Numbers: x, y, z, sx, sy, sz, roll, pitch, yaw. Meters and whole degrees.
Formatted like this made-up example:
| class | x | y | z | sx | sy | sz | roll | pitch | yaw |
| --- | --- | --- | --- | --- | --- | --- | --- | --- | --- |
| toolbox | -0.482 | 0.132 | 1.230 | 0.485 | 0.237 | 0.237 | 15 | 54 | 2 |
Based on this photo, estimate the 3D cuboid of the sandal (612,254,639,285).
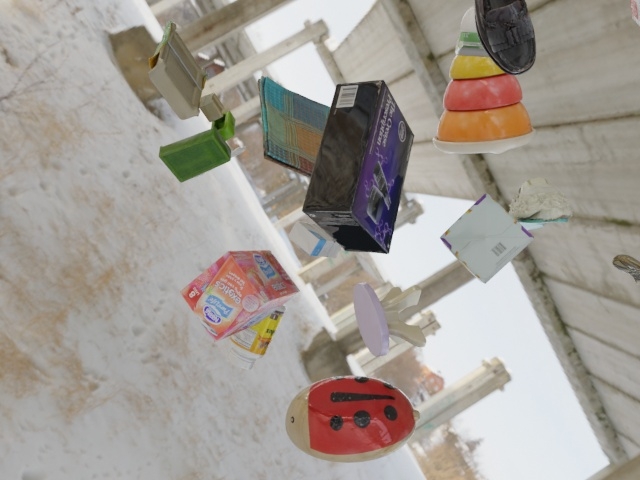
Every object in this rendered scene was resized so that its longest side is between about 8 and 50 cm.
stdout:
| class | x | y | z | sx | sy | sz | roll | pitch | yaw |
| --- | --- | --- | --- | --- | --- | --- | --- | --- | --- |
| sandal | 0.726 | 0.064 | 1.175 | 0.180 | 0.049 | 0.072 | 27 | -15 | -22 |

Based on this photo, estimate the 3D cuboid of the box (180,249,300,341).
| class | x | y | z | sx | sy | sz | roll | pitch | yaw |
| --- | --- | --- | --- | --- | --- | --- | --- | --- | --- |
| box | -0.180 | 0.122 | 1.261 | 0.142 | 0.154 | 0.300 | 52 | 10 | 8 |

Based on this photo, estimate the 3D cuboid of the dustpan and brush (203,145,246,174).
| class | x | y | z | sx | sy | sz | roll | pitch | yaw |
| --- | --- | --- | --- | --- | --- | --- | --- | --- | --- |
| dustpan and brush | -0.332 | -0.263 | 1.698 | 0.060 | 0.211 | 0.147 | 49 | -24 | -4 |

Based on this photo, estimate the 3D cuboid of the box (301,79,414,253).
| class | x | y | z | sx | sy | sz | roll | pitch | yaw |
| --- | --- | --- | --- | --- | --- | --- | --- | --- | --- |
| box | 0.079 | -0.130 | 0.967 | 0.103 | 0.261 | 0.184 | 5 | -20 | 28 |

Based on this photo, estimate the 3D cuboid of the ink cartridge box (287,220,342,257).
| class | x | y | z | sx | sy | sz | roll | pitch | yaw |
| --- | --- | --- | --- | --- | --- | --- | --- | --- | --- |
| ink cartridge box | 0.000 | 0.000 | 1.587 | 0.104 | 0.060 | 0.180 | 39 | 17 | 30 |

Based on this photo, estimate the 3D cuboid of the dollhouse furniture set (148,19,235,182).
| class | x | y | z | sx | sy | sz | roll | pitch | yaw |
| --- | --- | --- | --- | --- | --- | --- | --- | --- | --- |
| dollhouse furniture set | -0.347 | -0.328 | 1.263 | 0.301 | 0.151 | 0.197 | 58 | 20 | -44 |

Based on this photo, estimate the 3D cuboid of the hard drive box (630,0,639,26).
| class | x | y | z | sx | sy | sz | roll | pitch | yaw |
| --- | --- | --- | --- | --- | --- | --- | --- | --- | --- |
| hard drive box | 0.940 | -0.635 | 1.431 | 0.181 | 0.089 | 0.232 | 44 | 30 | -44 |

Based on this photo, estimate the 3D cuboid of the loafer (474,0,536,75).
| class | x | y | z | sx | sy | sz | roll | pitch | yaw |
| --- | --- | --- | --- | --- | --- | --- | --- | --- | --- |
| loafer | 0.370 | -0.495 | 1.094 | 0.095 | 0.109 | 0.302 | -23 | 95 | -71 |

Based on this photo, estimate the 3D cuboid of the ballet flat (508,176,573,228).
| class | x | y | z | sx | sy | sz | roll | pitch | yaw |
| --- | --- | --- | --- | --- | --- | --- | --- | --- | --- |
| ballet flat | 0.570 | -0.100 | 1.416 | 0.147 | 0.147 | 0.409 | 59 | 9 | 7 |

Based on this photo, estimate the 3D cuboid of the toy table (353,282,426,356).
| class | x | y | z | sx | sy | sz | roll | pitch | yaw |
| --- | --- | --- | --- | --- | --- | --- | --- | --- | --- |
| toy table | 0.222 | 0.244 | 1.699 | 0.252 | 0.161 | 0.274 | 103 | -22 | -48 |

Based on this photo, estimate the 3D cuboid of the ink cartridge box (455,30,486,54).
| class | x | y | z | sx | sy | sz | roll | pitch | yaw |
| --- | --- | --- | --- | --- | --- | --- | --- | --- | --- |
| ink cartridge box | 0.462 | -0.535 | 1.424 | 0.235 | 0.171 | 0.056 | -49 | 146 | -75 |

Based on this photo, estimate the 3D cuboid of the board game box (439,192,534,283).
| class | x | y | z | sx | sy | sz | roll | pitch | yaw |
| --- | --- | --- | --- | --- | --- | --- | --- | --- | --- |
| board game box | 0.387 | 0.003 | 1.248 | 0.142 | 0.144 | 0.275 | 47 | 8 | 13 |

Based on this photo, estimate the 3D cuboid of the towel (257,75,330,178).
| class | x | y | z | sx | sy | sz | roll | pitch | yaw |
| --- | --- | --- | --- | --- | --- | --- | --- | --- | --- |
| towel | -0.051 | -0.315 | 1.516 | 0.271 | 0.040 | 0.370 | 19 | 42 | -28 |

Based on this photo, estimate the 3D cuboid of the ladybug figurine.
| class | x | y | z | sx | sy | sz | roll | pitch | yaw |
| --- | --- | --- | --- | --- | --- | --- | --- | --- | --- |
| ladybug figurine | 0.100 | 0.564 | 1.729 | 0.305 | 0.449 | 0.162 | -89 | 173 | -54 |

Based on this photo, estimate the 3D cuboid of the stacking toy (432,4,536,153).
| class | x | y | z | sx | sy | sz | roll | pitch | yaw |
| --- | --- | --- | --- | --- | --- | --- | --- | --- | --- |
| stacking toy | 0.554 | -0.555 | 1.807 | 0.350 | 0.350 | 0.480 | -131 | -148 | -68 |

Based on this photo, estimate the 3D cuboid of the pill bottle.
| class | x | y | z | sx | sy | sz | roll | pitch | yaw |
| --- | --- | --- | --- | --- | --- | --- | --- | --- | --- |
| pill bottle | -0.195 | 0.269 | 1.565 | 0.117 | 0.215 | 0.117 | 26 | 1 | 0 |
